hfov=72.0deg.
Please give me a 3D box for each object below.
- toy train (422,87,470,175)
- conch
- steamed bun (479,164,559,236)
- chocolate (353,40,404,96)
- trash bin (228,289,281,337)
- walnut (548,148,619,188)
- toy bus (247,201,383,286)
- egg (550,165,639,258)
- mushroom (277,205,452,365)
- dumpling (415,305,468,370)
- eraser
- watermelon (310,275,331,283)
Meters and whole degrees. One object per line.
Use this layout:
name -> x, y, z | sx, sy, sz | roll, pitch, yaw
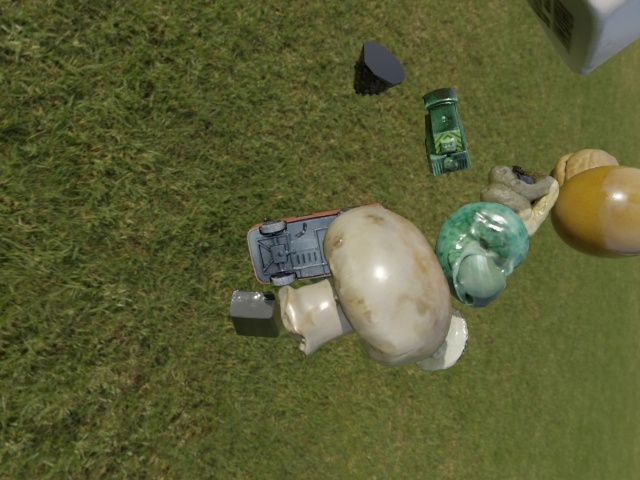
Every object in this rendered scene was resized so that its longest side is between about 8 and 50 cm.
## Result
toy train -> 0.419, -0.375, 1.501 | 0.330, 0.139, 0.178 | -83, 158, -43
conch -> 0.326, 0.019, 0.886 | 0.202, 0.134, 0.196 | -14, 99, -7
steamed bun -> 0.464, -0.112, 1.076 | 0.155, 0.141, 0.172 | 23, 102, -24
chocolate -> 0.216, -0.675, 1.828 | 0.206, 0.177, 0.224 | 19, 55, -24
trash bin -> -0.228, 0.260, 1.553 | 0.225, 0.165, 0.115 | 93, 1, -66
walnut -> 1.013, -0.209, 1.706 | 0.277, 0.252, 0.313 | 71, 36, -50
toy bus -> 0.000, 0.000, 1.402 | 0.233, 0.427, 0.203 | -70, 150, -78
egg -> 0.795, -0.074, 1.183 | 0.250, 0.323, 0.250 | 5, 90, -82
mushroom -> 0.073, 0.096, 0.783 | 0.297, 0.290, 0.297 | -22, 90, -83
dumpling -> 0.424, 0.345, 1.528 | 0.142, 0.172, 0.247 | 35, 82, -42
eraser -> 0.459, -0.425, 0.748 | 0.331, 0.150, 0.331 | 39, 28, -25
watermelon -> 0.038, 0.082, 1.840 | 0.305, 0.224, 0.180 | 63, 26, -25
